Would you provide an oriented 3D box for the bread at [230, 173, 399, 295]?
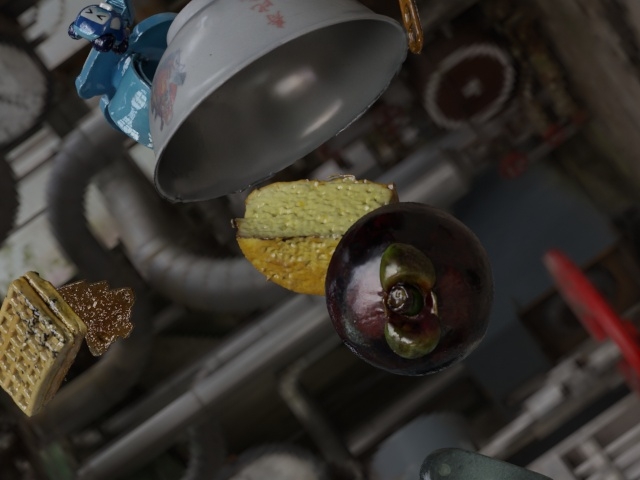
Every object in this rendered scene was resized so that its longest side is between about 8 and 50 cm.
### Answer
[{"bbox_3d":[0.000,0.000,2.202,0.143,0.229,0.139,-63,-33,-50],"label":"bread"}]

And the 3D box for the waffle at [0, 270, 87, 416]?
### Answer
[{"bbox_3d":[-0.320,0.115,1.744,0.042,0.148,0.102,-25,-115,-44],"label":"waffle"}]

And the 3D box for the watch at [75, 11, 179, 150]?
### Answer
[{"bbox_3d":[-0.235,-0.209,2.301,0.193,0.211,0.211,49,179,33],"label":"watch"}]

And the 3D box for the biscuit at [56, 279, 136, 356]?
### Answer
[{"bbox_3d":[-0.334,0.102,2.306,0.130,0.119,0.019,31,-171,-4],"label":"biscuit"}]

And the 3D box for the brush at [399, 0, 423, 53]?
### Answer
[{"bbox_3d":[0.092,-0.381,1.989,0.090,0.017,0.314,124,136,-70],"label":"brush"}]

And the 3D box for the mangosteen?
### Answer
[{"bbox_3d":[0.107,0.053,1.921,0.216,0.216,0.216,54,-177,-4],"label":"mangosteen"}]

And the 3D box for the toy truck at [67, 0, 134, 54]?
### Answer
[{"bbox_3d":[-0.248,-0.267,1.826,0.056,0.090,0.073,25,-167,23],"label":"toy truck"}]

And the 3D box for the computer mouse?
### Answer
[{"bbox_3d":[0.239,0.354,2.149,0.229,0.113,0.068,22,154,-3],"label":"computer mouse"}]

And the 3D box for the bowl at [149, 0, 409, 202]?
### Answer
[{"bbox_3d":[-0.081,-0.205,1.824,0.157,0.345,0.345,57,-177,16],"label":"bowl"}]
